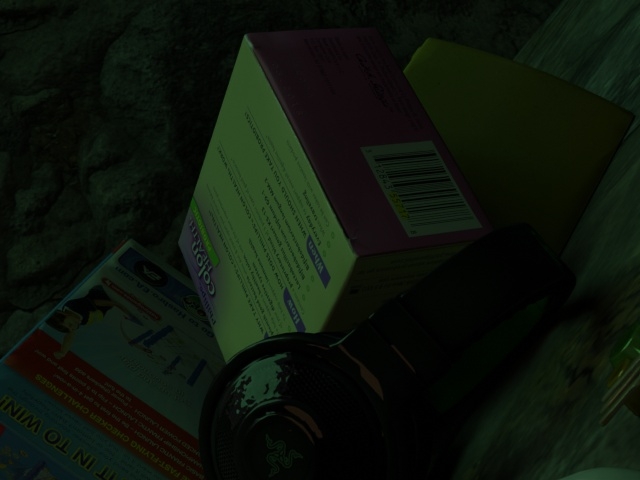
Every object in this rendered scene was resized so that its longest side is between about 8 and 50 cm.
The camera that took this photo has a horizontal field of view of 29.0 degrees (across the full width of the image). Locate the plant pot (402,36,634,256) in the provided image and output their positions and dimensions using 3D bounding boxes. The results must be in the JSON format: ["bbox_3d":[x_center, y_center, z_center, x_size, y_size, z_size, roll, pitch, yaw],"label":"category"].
[{"bbox_3d":[0.113,-0.047,1.094,0.212,0.187,0.212,-56,1,-33],"label":"plant pot"}]

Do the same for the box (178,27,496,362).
[{"bbox_3d":[0.000,0.000,0.946,0.117,0.213,0.243,-7,-37,-28],"label":"box"}]

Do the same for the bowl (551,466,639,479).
[{"bbox_3d":[0.067,0.148,0.428,0.142,0.053,0.142,-55,2,35],"label":"bowl"}]

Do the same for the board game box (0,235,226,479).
[{"bbox_3d":[-0.116,0.170,1.046,0.086,0.308,0.302,-55,0,29],"label":"board game box"}]

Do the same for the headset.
[{"bbox_3d":[-0.019,0.116,0.783,0.394,0.185,0.243,-40,-15,-8],"label":"headset"}]

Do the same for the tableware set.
[{"bbox_3d":[0.178,0.018,0.545,0.154,0.024,0.104,-55,-3,23],"label":"tableware set"}]
